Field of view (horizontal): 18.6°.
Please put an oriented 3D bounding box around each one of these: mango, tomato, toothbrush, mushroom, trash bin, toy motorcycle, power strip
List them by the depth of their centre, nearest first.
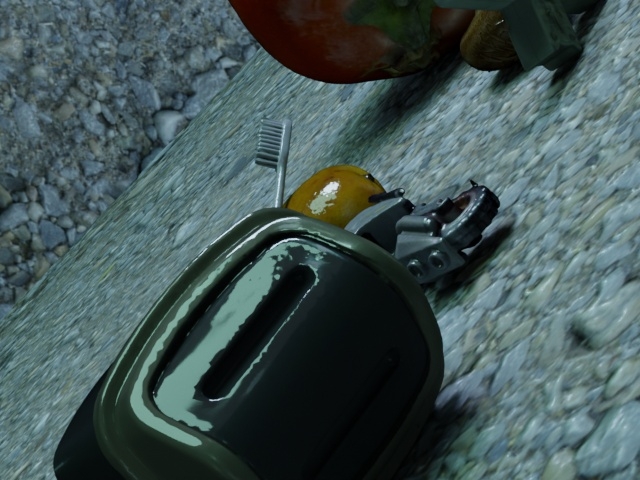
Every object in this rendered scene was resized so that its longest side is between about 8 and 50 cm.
[{"bbox_3d":[-0.052,0.108,1.261,0.209,0.182,0.290,-53,8,-24],"label":"trash bin"},{"bbox_3d":[0.042,0.020,1.467,0.215,0.080,0.122,-25,23,51],"label":"toy motorcycle"},{"bbox_3d":[-0.051,0.029,1.604,0.024,0.029,0.354,109,169,-49],"label":"toothbrush"},{"bbox_3d":[0.174,-0.217,1.652,0.216,0.145,0.061,-6,-21,-47],"label":"power strip"},{"bbox_3d":[0.004,-0.006,1.687,0.115,0.089,0.165,-61,13,-21],"label":"mango"},{"bbox_3d":[0.170,-0.208,1.782,0.126,0.085,0.109,-66,-21,-67],"label":"mushroom"},{"bbox_3d":[0.044,-0.324,2.065,0.321,0.321,0.321,-44,11,11],"label":"tomato"}]
